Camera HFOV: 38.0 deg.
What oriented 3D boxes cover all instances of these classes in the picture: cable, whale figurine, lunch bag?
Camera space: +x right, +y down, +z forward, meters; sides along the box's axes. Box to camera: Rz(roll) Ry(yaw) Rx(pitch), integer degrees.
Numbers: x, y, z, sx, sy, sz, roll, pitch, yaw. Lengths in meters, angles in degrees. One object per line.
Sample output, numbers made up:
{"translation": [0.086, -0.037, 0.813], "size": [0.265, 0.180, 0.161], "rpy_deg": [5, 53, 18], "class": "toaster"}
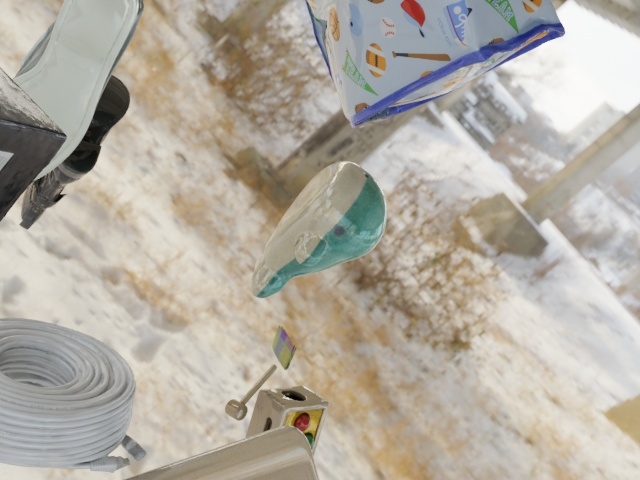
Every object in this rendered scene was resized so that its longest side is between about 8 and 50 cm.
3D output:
{"translation": [-0.360, 0.185, 1.158], "size": [0.257, 0.089, 0.257], "rpy_deg": [7, 21, -37], "class": "cable"}
{"translation": [0.000, 0.000, 1.524], "size": [0.141, 0.272, 0.216], "rpy_deg": [38, 19, -13], "class": "whale figurine"}
{"translation": [0.119, -0.365, 1.361], "size": [0.239, 0.385, 0.328], "rpy_deg": [-21, 90, -35], "class": "lunch bag"}

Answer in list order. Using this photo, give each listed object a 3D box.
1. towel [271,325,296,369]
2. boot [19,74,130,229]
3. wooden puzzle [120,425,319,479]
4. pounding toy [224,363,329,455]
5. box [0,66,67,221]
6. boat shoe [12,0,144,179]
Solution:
{"translation": [-0.075, 0.218, 1.883], "size": [0.009, 0.060, 0.083], "rpy_deg": [8, 24, -30], "class": "towel"}
{"translation": [-0.457, -0.164, 1.675], "size": [0.091, 0.229, 0.263], "rpy_deg": [34, 51, -21], "class": "boot"}
{"translation": [-0.140, 0.437, 1.275], "size": [0.080, 0.322, 0.348], "rpy_deg": [-127, -158, -66], "class": "wooden puzzle"}
{"translation": [-0.084, 0.343, 1.823], "size": [0.206, 0.181, 0.094], "rpy_deg": [4, 17, -46], "class": "pounding toy"}
{"translation": [-0.288, -0.099, 0.634], "size": [0.158, 0.093, 0.156], "rpy_deg": [44, 9, 12], "class": "box"}
{"translation": [-0.322, -0.206, 1.177], "size": [0.116, 0.319, 0.099], "rpy_deg": [33, 19, -12], "class": "boat shoe"}
